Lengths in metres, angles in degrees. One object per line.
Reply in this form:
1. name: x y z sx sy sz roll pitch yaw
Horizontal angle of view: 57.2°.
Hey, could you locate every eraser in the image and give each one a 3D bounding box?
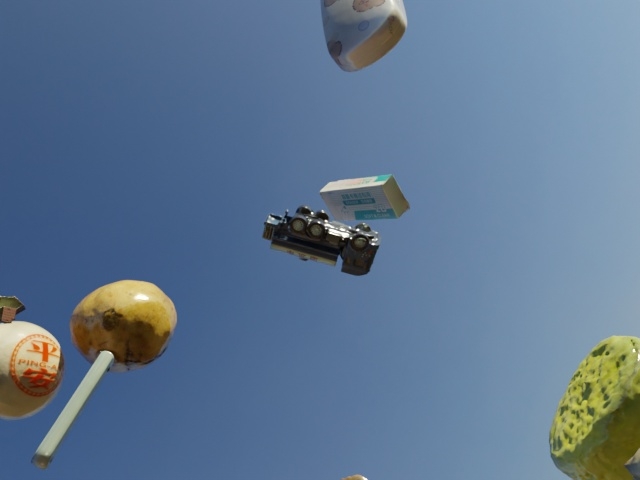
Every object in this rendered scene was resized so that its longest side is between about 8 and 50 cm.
1. eraser: 0.101 -0.098 1.400 0.052 0.225 0.095 -44 -64 -29

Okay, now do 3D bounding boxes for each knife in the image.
1. knife: -0.318 0.218 0.762 0.044 0.023 0.162 114 179 -51

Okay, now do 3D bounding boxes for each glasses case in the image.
1. glasses case: 0.033 -0.195 0.481 0.063 0.164 0.041 -28 -49 25

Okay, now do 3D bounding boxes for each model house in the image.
1. model house: -0.615 0.138 1.155 0.058 0.083 0.057 9 -108 -22

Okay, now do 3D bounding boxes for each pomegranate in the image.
1. pomegranate: -0.506 0.217 1.508 0.260 0.260 0.260 -26 -51 -38

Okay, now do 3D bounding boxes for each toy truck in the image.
1. toy truck: 0.000 0.000 1.022 0.074 0.202 0.088 -70 -5 -69

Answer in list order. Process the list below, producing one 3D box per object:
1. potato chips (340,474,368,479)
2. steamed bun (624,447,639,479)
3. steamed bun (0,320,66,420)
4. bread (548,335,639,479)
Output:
1. potato chips: 0.073 0.665 1.400 0.201 0.150 0.049 -65 -25 0
2. steamed bun: 0.464 0.154 0.389 0.428 0.189 0.247 4 -76 -5
3. steamed bun: -0.695 0.300 1.379 0.232 0.145 0.231 -13 -90 -73
4. bread: 0.620 0.370 1.097 0.348 0.308 0.348 -61 -3 -5
